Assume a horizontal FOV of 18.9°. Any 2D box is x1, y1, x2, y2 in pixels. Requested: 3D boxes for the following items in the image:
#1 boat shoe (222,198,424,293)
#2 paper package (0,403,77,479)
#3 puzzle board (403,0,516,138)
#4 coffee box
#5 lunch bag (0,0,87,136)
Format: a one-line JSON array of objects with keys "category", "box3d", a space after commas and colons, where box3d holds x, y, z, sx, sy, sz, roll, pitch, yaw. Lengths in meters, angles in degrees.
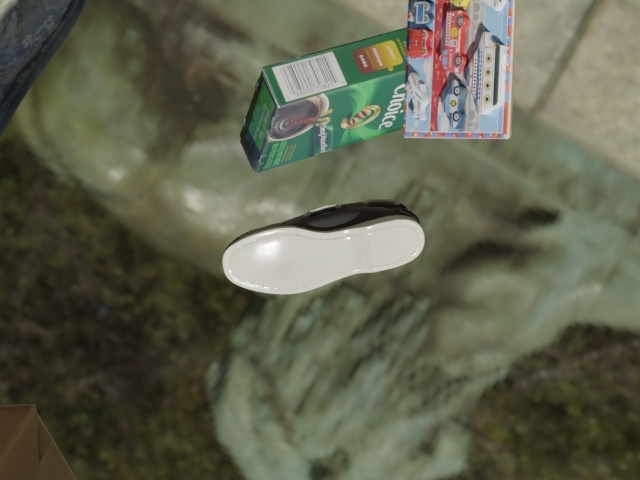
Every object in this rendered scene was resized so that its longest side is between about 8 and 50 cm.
[{"category": "boat shoe", "box3d": [0.000, 0.000, 1.184, 0.038, 0.125, 0.046, -112, 11, -60]}, {"category": "paper package", "box3d": [-0.362, 0.279, 1.427, 0.324, 0.309, 0.168, -4, 126, 29]}, {"category": "puzzle board", "box3d": [0.091, -0.132, 1.276, 0.011, 0.128, 0.096, 0, -177, -41]}, {"category": "coffee box", "box3d": [0.035, -0.116, 1.486, 0.040, 0.184, 0.113, 66, 159, 19]}, {"category": "lunch bag", "box3d": [-0.350, -0.239, 1.735, 0.235, 0.287, 0.169, 50, -148, 20]}]
